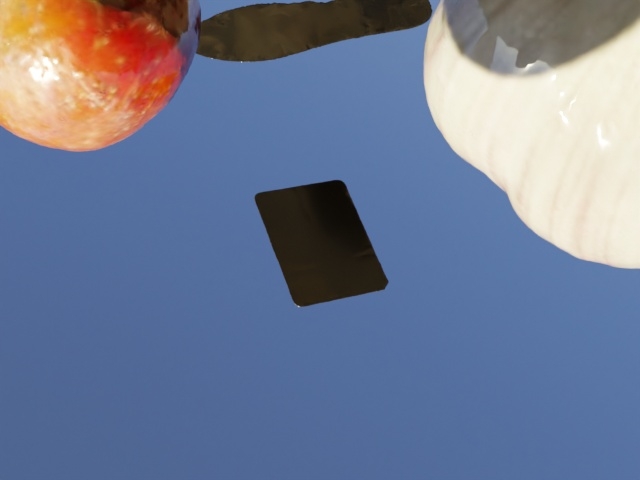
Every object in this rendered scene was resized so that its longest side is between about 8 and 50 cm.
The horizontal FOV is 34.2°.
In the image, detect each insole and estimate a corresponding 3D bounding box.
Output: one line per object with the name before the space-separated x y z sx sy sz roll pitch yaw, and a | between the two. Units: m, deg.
insole | -0.014 -0.282 1.352 0.322 0.007 0.109 -10 -125 -4

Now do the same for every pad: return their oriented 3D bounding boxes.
pad | 0.000 0.000 1.149 0.112 0.003 0.157 -11 -123 -18

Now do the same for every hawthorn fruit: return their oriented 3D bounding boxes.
hawthorn fruit | -0.220 -0.205 1.016 0.263 0.231 0.235 0 -149 9

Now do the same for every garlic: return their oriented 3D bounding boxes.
garlic | 0.214 -0.121 0.561 0.318 0.259 0.317 -10 -117 21
